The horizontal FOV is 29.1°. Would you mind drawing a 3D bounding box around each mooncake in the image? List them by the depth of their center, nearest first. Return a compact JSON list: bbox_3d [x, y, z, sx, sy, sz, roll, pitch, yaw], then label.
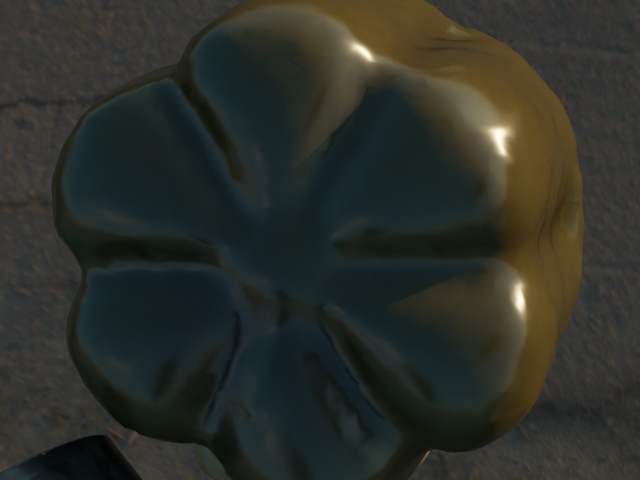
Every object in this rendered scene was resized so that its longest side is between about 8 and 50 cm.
[{"bbox_3d":[0.000,0.000,1.106,0.467,0.262,0.466,5,104,19],"label":"mooncake"}]

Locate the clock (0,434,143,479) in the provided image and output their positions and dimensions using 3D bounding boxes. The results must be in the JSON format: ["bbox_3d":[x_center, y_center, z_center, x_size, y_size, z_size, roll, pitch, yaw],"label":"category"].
[{"bbox_3d":[-0.320,0.301,1.201,0.319,0.319,0.066,-35,78,2],"label":"clock"}]

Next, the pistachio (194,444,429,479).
[{"bbox_3d":[0.001,0.180,1.394,0.321,0.238,0.229,-27,45,25],"label":"pistachio"}]
